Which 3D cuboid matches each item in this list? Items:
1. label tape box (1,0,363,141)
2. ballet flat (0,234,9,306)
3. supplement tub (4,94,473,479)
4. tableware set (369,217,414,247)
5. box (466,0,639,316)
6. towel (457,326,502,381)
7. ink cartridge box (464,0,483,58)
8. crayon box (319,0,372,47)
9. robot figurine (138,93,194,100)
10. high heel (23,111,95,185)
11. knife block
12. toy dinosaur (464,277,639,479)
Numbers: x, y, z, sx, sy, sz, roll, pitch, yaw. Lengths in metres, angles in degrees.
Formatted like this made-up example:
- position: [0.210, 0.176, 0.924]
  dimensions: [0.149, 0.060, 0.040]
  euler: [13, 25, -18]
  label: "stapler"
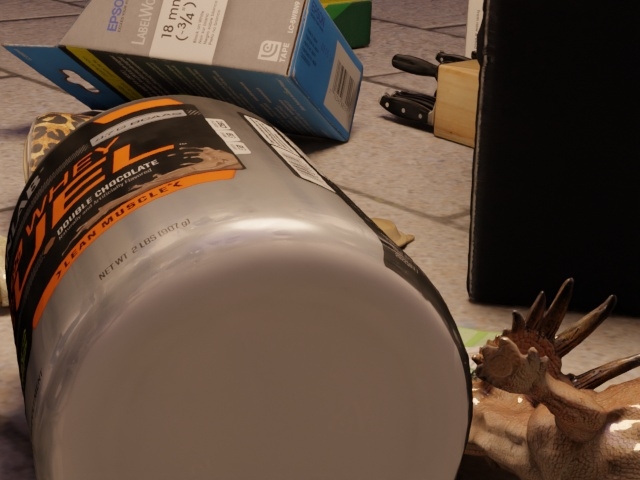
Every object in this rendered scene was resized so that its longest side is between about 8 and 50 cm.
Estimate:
- position: [-0.145, -0.209, 1.468]
  dimensions: [0.333, 0.106, 0.240]
  euler: [9, -10, 17]
  label: "label tape box"
- position: [-0.280, 0.010, 1.030]
  dimensions: [0.168, 0.057, 0.052]
  euler: [17, 33, 38]
  label: "ballet flat"
- position: [-0.066, 0.039, 0.730]
  dimensions: [0.207, 0.207, 0.338]
  euler: [-3, 18, -16]
  label: "supplement tub"
- position: [0.000, 0.000, 1.148]
  dimensions: [0.168, 0.020, 0.141]
  euler: [10, 22, 19]
  label: "tableware set"
- position: [0.381, -0.167, 1.137]
  dimensions: [0.479, 0.297, 0.472]
  euler: [5, 33, 8]
  label: "box"
- position: [0.055, 0.080, 0.911]
  dimensions: [0.113, 0.023, 0.152]
  euler: [14, 22, 29]
  label: "towel"
- position: [0.366, -0.279, 1.786]
  dimensions: [0.307, 0.129, 0.223]
  euler: [7, 20, 15]
  label: "ink cartridge box"
- position: [-0.097, -0.341, 2.055]
  dimensions: [0.202, 0.081, 0.318]
  euler: [19, 24, 40]
  label: "crayon box"
- position: [-0.166, -0.122, 1.412]
  dimensions: [0.101, 0.067, 0.115]
  euler: [-7, 7, 45]
  label: "robot figurine"
- position: [-0.171, -0.079, 1.233]
  dimensions: [0.186, 0.093, 0.261]
  euler: [-3, 9, 2]
  label: "high heel"
- position: [0.184, -0.159, 1.538]
  dimensions: [0.242, 0.088, 0.276]
  euler: [3, 19, 5]
  label: "knife block"
- position: [0.183, 0.108, 0.702]
  dimensions: [0.295, 0.127, 0.200]
  euler: [14, 14, 15]
  label: "toy dinosaur"
